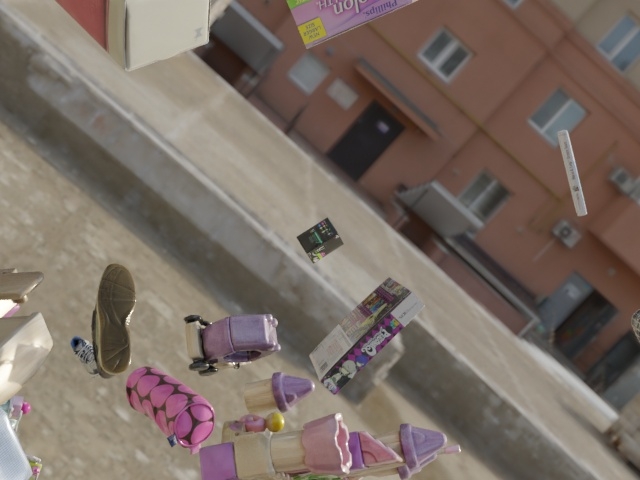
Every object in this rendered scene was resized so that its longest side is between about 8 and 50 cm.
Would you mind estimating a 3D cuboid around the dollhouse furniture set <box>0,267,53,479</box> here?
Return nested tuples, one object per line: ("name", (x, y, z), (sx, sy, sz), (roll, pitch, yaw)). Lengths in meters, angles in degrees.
("dollhouse furniture set", (-0.375, 0.230, 1.222), (0.286, 0.198, 0.303), (-53, 133, -55))

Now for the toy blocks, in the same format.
("toy blocks", (0.019, 0.238, 1.180), (0.288, 0.260, 0.309), (50, 29, -68))

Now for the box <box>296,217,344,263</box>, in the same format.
("box", (0.000, 0.000, 2.220), (0.052, 0.083, 0.062), (57, -1, 27))

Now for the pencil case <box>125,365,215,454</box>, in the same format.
("pencil case", (-0.275, 0.302, 1.816), (0.209, 0.095, 0.098), (23, -53, 53))

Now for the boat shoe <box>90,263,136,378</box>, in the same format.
("boat shoe", (-0.270, 0.103, 1.284), (0.056, 0.049, 0.152), (20, 53, -31))

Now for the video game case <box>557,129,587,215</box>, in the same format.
("video game case", (0.428, -0.113, 1.711), (0.157, 0.019, 0.143), (-10, 87, -75))

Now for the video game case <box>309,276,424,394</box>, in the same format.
("video game case", (0.073, 0.158, 1.733), (0.042, 0.210, 0.232), (45, -2, -6))

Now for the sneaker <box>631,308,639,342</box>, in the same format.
("sneaker", (0.410, 0.143, 1.027), (0.235, 0.090, 0.095), (41, 0, -29))

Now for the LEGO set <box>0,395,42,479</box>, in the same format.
("LEGO set", (-0.500, 0.383, 1.573), (0.107, 0.287, 0.132), (19, 32, -9))

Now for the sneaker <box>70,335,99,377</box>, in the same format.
("sneaker", (-0.481, 0.236, 2.070), (0.135, 0.052, 0.058), (24, -22, 52))

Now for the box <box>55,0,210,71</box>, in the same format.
("box", (-0.285, -0.377, 1.471), (0.232, 0.148, 0.127), (44, -36, 28))

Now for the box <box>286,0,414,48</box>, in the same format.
("box", (0.064, -0.466, 1.906), (0.243, 0.213, 0.117), (-61, 129, -72))
